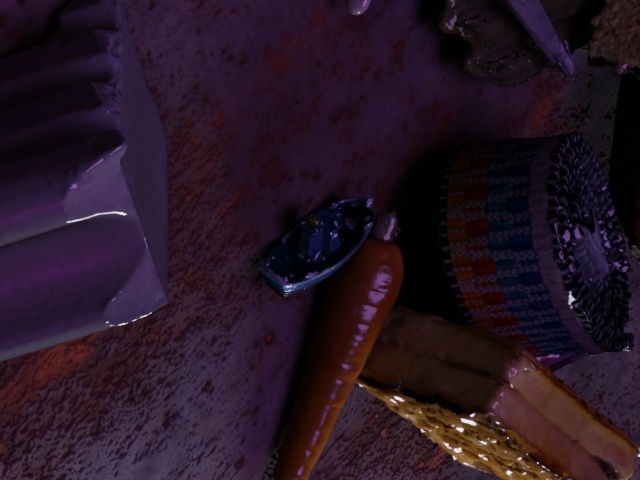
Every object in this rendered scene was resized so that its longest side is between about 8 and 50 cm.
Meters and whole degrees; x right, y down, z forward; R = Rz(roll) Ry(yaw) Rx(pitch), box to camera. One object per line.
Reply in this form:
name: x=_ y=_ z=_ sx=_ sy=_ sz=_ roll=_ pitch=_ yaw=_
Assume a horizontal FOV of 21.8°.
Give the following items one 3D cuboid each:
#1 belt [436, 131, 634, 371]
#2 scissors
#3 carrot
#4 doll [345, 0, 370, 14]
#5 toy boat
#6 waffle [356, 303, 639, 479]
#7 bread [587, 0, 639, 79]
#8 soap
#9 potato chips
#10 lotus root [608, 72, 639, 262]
belt: x=0.214 y=0.014 z=1.710 sx=0.295 sy=0.160 sz=0.207 roll=44 pitch=44 yaw=-58
scissors: x=0.182 y=-0.251 z=1.583 sx=0.191 sy=0.029 sz=0.360 roll=-60 pitch=141 yaw=-12
carrot: x=0.013 y=0.128 z=1.615 sx=0.069 sy=0.069 sz=0.336 roll=14 pitch=97 yaw=-50
doll: x=0.046 y=-0.270 z=1.496 sx=0.113 sy=0.071 sz=0.135 roll=-13 pitch=118 yaw=-68
toy boat: x=0.000 y=0.000 z=1.546 sx=0.137 sy=0.060 sz=0.061 roll=-32 pitch=149 yaw=-33
waffle: x=0.178 y=0.173 z=1.705 sx=0.308 sy=0.213 sz=0.091 roll=39 pitch=72 yaw=-48
bread: x=0.428 y=-0.230 z=1.712 sx=0.178 sy=0.266 sz=0.142 roll=-26 pitch=129 yaw=-48
soap: x=-0.262 y=-0.033 z=1.251 sx=0.302 sy=0.258 sz=0.159 roll=-16 pitch=129 yaw=6
potato chips: x=0.256 y=-0.348 z=1.691 sx=0.429 sy=0.070 sz=0.358 roll=-24 pitch=126 yaw=-40
lotus root: x=0.423 y=-0.140 z=1.867 sx=0.196 sy=0.179 sz=0.397 roll=63 pitch=41 yaw=-63
